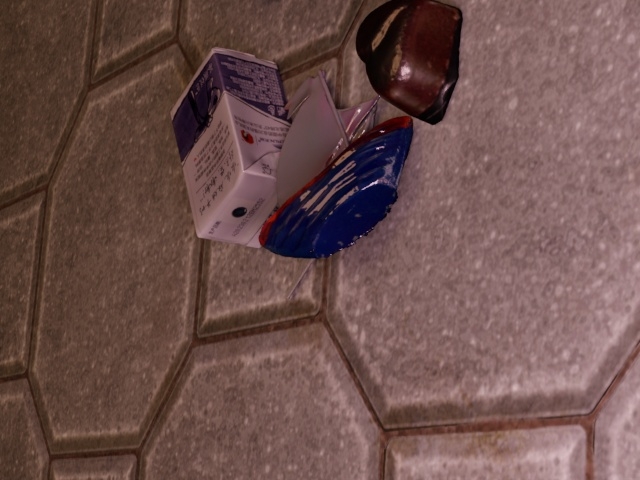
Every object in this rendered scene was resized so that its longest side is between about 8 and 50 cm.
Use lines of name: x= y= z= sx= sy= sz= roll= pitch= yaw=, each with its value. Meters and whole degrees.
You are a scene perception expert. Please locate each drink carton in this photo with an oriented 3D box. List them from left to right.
drink carton: x=-0.107 y=-0.117 z=1.954 sx=0.134 sy=0.102 sz=0.222 roll=-49 pitch=41 yaw=37

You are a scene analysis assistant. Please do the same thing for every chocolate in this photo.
chocolate: x=0.093 y=-0.206 z=1.666 sx=0.125 sy=0.080 sz=0.148 roll=-54 pitch=37 yaw=37

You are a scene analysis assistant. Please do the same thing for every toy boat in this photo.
toy boat: x=-0.011 y=-0.087 z=1.784 sx=0.219 sy=0.072 sz=0.318 roll=-54 pitch=33 yaw=-1

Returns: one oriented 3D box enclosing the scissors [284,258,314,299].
scissors: x=0.000 y=0.000 z=1.821 sx=0.189 sy=0.015 sz=0.100 roll=-61 pitch=33 yaw=30
